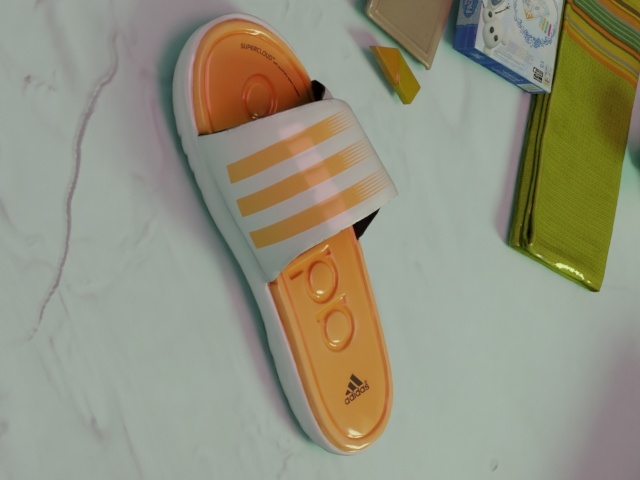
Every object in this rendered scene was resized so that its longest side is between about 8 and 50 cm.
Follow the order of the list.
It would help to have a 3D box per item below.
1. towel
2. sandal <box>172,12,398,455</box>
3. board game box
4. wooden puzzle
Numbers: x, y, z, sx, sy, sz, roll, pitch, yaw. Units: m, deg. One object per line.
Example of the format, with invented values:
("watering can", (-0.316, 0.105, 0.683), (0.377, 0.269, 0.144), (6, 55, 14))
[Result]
("towel", (0.181, -0.092, 1.256), (0.102, 0.021, 0.237), (25, 71, -42))
("sandal", (0.007, -0.004, 1.030), (0.102, 0.076, 0.265), (-37, 114, -41))
("board game box", (0.122, -0.149, 1.192), (0.090, 0.020, 0.090), (23, 73, -49))
("wooden puzzle", (0.054, -0.147, 1.132), (0.078, 0.014, 0.116), (47, 57, -40))
